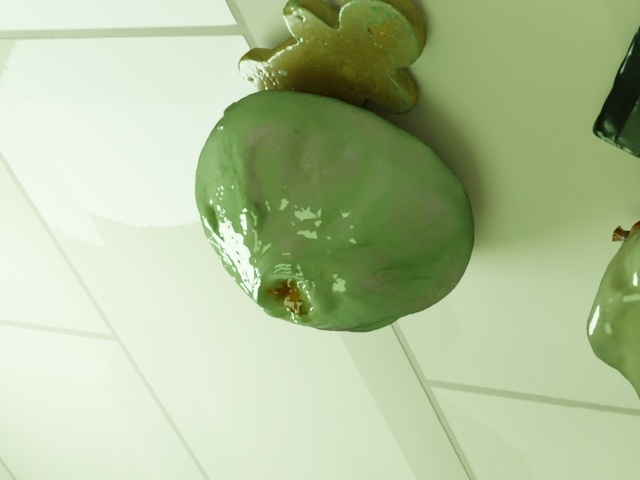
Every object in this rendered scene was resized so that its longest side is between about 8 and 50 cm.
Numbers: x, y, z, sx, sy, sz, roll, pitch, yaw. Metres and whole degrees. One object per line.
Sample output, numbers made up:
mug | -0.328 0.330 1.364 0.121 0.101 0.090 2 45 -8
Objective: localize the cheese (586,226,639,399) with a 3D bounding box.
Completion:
cheese | 0.387 0.082 1.394 0.326 0.115 0.318 8 124 31

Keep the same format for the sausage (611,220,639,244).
sausage | 0.418 0.054 1.467 0.348 0.053 0.053 22 144 19

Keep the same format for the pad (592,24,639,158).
pad | 0.326 -0.124 1.366 0.174 0.022 0.233 29 144 13

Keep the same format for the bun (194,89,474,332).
bun | 0.000 0.000 1.629 0.293 0.187 0.293 21 156 10

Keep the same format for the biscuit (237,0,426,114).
biscuit | 0.023 -0.169 1.572 0.153 0.030 0.234 37 147 -9
